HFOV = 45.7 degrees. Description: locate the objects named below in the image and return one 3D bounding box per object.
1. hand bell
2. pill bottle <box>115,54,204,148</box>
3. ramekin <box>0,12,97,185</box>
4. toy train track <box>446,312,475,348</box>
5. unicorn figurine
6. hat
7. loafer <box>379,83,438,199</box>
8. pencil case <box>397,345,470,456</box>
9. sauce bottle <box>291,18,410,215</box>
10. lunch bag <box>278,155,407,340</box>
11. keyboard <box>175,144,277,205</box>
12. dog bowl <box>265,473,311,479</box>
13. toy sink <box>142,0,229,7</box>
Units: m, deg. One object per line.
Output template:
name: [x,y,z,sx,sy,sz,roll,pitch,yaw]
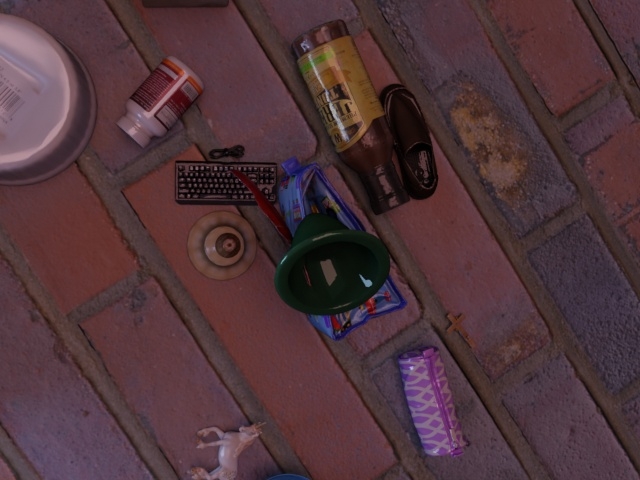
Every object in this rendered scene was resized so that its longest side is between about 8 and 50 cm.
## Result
hand bell: [-0.154,0.009,1.244,0.126,0.242,0.126,0,90,-11]
pill bottle: [-0.277,-0.235,1.301,0.086,0.086,0.152,42,83,-8]
ramekin: [-0.513,-0.231,1.234,0.277,0.135,0.277,0,90,-10]
toy train track: [0.264,0.170,1.435,0.048,0.014,0.083,-42,103,-15]
unicorn figurine: [-0.166,0.372,1.341,0.111,0.060,0.162,9,105,-10]
hat: [-0.007,-0.016,1.155,0.173,0.183,0.208,-24,136,5]
loafer: [0.172,-0.184,1.384,0.080,0.078,0.220,-21,94,-9]
pencil case: [0.204,0.294,1.386,0.086,0.088,0.206,-19,92,-12]
sauce bottle: [0.063,-0.214,1.348,0.111,0.111,0.344,-25,93,-9]
lunch bag: [0.000,0.000,1.282,0.138,0.221,0.293,-26,95,-9]
keyboard: [-0.167,-0.117,1.353,0.180,0.023,0.108,0,90,-11]
dog bowl: [-0.007,0.523,1.343,0.297,0.074,0.166,27,73,-9]
toy sink: [-0.223,-0.478,1.236,0.153,0.234,0.131,-4,91,-9]
